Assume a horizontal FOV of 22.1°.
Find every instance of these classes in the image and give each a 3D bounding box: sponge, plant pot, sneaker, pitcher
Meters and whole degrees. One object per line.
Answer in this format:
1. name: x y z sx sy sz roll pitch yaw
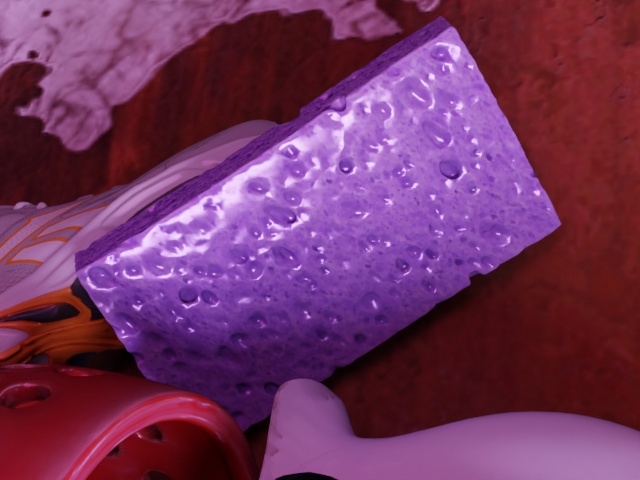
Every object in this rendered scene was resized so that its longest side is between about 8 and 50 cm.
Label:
1. sponge: 0.000 0.000 0.777 0.210 0.117 0.031 -33 24 0
2. plant pot: -0.140 0.143 0.702 0.174 0.191 0.191 8 63 31
3. sneaker: -0.131 0.007 0.840 0.262 0.099 0.121 -35 49 -3
4. pitcher: 0.053 0.149 0.659 0.207 0.125 0.178 6 58 34

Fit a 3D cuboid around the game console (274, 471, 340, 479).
1. game console: 0.097 0.273 0.504 0.386 0.060 0.342 10 72 28
